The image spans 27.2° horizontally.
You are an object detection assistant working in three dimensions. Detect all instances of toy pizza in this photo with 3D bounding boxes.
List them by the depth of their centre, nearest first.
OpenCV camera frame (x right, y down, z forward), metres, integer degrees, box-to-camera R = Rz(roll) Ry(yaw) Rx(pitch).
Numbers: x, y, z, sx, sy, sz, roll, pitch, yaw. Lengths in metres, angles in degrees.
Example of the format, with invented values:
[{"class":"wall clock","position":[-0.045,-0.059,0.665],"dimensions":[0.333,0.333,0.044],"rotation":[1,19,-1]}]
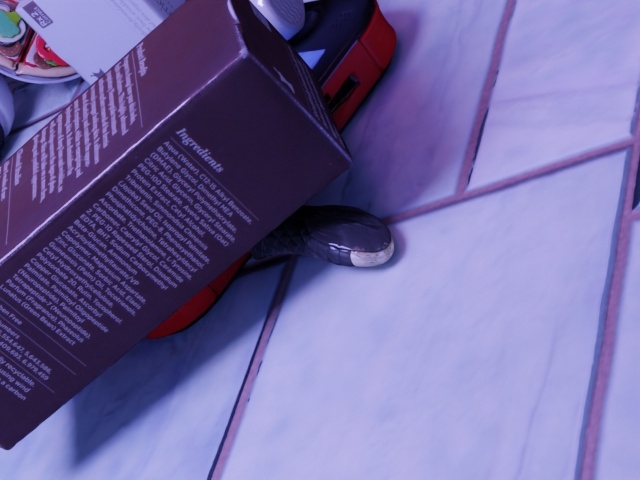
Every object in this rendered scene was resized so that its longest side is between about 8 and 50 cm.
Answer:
[{"class":"toy pizza","position":[-0.366,-0.297,1.734],"dimensions":[0.201,0.201,0.032],"rotation":[-61,2,-27]}]

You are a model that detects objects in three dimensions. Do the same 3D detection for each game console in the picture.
[{"class":"game console","position":[-0.119,-0.083,1.289],"dimensions":[0.386,0.060,0.342],"rotation":[-54,31,-16]}]

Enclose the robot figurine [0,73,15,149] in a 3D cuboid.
[{"class":"robot figurine","position":[-0.514,-0.126,1.709],"dimensions":[0.209,0.173,0.278],"rotation":[-11,44,44]}]

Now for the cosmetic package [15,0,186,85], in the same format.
[{"class":"cosmetic package","position":[-0.256,-0.318,1.655],"dimensions":[0.151,0.151,0.183],"rotation":[-25,36,30]}]

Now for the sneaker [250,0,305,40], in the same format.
[{"class":"sneaker","position":[-0.097,-0.275,1.330],"dimensions":[0.151,0.094,0.256],"rotation":[-29,47,32]}]

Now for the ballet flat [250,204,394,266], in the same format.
[{"class":"ballet flat","position":[0.000,0.000,1.070],"dimensions":[0.057,0.049,0.173],"rotation":[-29,25,-32]}]

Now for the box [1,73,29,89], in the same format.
[{"class":"box","position":[-0.443,-0.348,1.843],"dimensions":[0.127,0.148,0.232],"rotation":[-9,70,46]}]

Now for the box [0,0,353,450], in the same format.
[{"class":"box","position":[-0.170,-0.026,1.090],"dimensions":[0.381,0.143,0.191],"rotation":[-40,28,13]}]
